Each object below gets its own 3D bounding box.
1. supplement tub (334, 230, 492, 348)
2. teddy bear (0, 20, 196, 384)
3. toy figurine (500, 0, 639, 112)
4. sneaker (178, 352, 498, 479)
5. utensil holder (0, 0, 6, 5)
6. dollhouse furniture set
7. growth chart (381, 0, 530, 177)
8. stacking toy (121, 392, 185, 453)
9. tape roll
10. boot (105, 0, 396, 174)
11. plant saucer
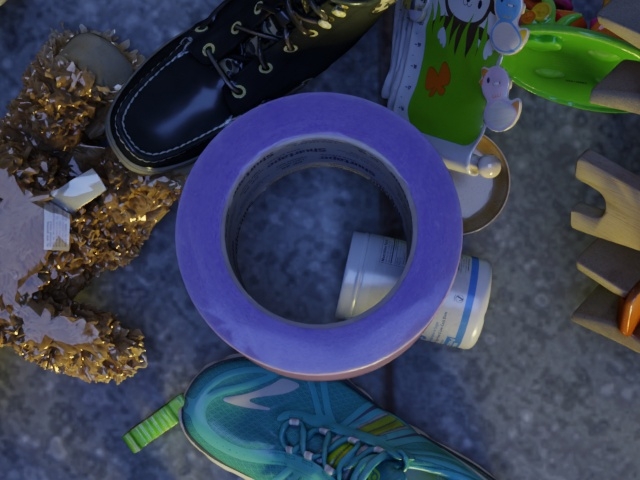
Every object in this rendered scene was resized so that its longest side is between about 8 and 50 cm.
[{"bbox_3d":[0.069,0.037,0.802,0.107,0.071,0.071,12,92,1],"label":"supplement tub"},{"bbox_3d":[-0.221,-0.004,0.804,0.245,0.113,0.338,25,85,-6],"label":"teddy bear"},{"bbox_3d":[0.188,-0.196,0.788,0.173,0.130,0.159,13,78,25],"label":"toy figurine"},{"bbox_3d":[0.028,0.160,0.786,0.275,0.110,0.107,23,85,1],"label":"sneaker"},{"bbox_3d":[-0.358,-0.360,0.678,0.385,0.327,0.328,23,92,2],"label":"utensil holder"},{"bbox_3d":[0.288,-0.068,0.701,0.135,0.262,0.259,29,56,32],"label":"dollhouse furniture set"},{"bbox_3d":[0.089,-0.165,0.759,0.021,0.172,0.237,2,94,-30],"label":"growth chart"},{"bbox_3d":[-0.145,0.250,0.825,0.221,0.052,0.167,-38,91,2],"label":"stacking toy"},{"bbox_3d":[0.000,0.000,0.733,0.189,0.080,0.189,0,80,2],"label":"tape roll"},{"bbox_3d":[-0.035,-0.141,0.716,0.236,0.178,0.085,-37,94,-19],"label":"boot"},{"bbox_3d":[0.103,-0.045,0.825,0.083,0.015,0.083,0,92,1],"label":"plant saucer"}]
